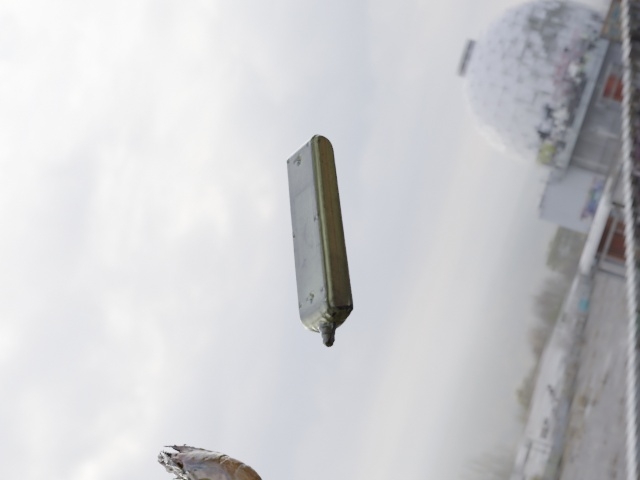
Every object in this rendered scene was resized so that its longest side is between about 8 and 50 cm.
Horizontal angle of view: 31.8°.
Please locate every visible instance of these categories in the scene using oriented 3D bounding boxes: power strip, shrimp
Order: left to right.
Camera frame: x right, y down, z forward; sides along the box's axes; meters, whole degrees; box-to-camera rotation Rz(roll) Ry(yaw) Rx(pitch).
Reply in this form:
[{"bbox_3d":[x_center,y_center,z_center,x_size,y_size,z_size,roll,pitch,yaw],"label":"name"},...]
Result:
[{"bbox_3d":[-0.167,0.368,1.633,0.053,0.236,0.133,-1,-78,-52],"label":"shrimp"},{"bbox_3d":[0.000,0.000,1.840,0.092,0.066,0.387,-39,44,42],"label":"power strip"}]
